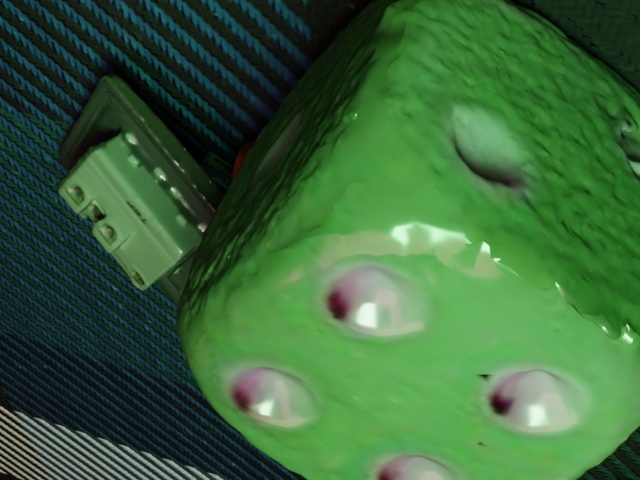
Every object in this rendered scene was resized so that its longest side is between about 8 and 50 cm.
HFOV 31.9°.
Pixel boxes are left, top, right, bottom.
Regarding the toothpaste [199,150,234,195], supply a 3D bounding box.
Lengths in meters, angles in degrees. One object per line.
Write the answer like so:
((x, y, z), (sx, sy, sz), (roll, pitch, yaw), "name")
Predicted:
((-0.147, -0.043, 1.266), (0.046, 0.034, 0.164), (32, 144, -14), "toothpaste")

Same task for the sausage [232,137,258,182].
((0.000, 0.000, 1.168), (0.113, 0.113, 0.259), (-11, 128, 40), "sausage")

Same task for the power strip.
((-0.194, -0.026, 1.204), (0.257, 0.092, 0.251), (52, 144, -2), "power strip")

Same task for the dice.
((0.098, 0.013, 0.910), (0.330, 0.318, 0.322), (32, 132, -13), "dice")
